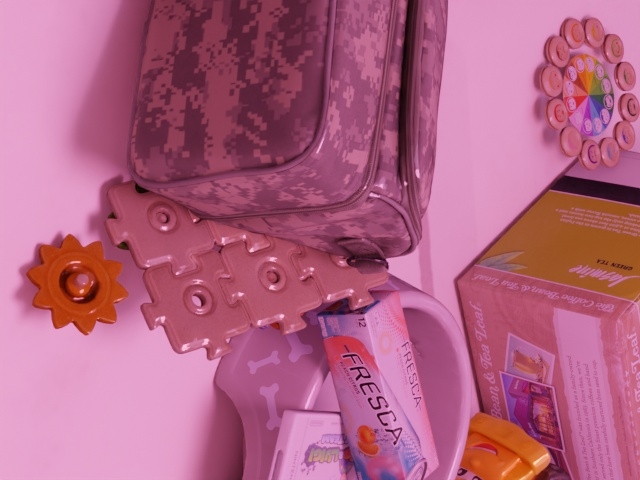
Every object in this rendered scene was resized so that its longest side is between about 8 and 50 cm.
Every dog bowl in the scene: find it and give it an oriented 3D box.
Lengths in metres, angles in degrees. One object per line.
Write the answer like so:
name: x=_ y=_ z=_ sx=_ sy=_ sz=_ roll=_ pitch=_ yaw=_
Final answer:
dog bowl: x=0.030 y=0.191 z=1.724 sx=0.349 sy=0.102 sz=0.349 roll=-20 pitch=116 yaw=-47

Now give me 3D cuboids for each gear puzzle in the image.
gear puzzle: x=-0.102 y=0.019 z=1.487 sx=0.339 sy=0.044 sz=0.175 roll=-18 pitch=78 yaw=-35

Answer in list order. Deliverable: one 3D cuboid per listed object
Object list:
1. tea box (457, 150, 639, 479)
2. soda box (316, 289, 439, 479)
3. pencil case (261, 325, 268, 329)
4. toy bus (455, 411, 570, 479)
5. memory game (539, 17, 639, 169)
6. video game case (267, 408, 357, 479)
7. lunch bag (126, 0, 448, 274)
tea box: x=0.357 y=0.115 z=2.023 sx=0.323 sy=0.220 sz=0.329 roll=-42 pitch=131 yaw=-36
soda box: x=0.055 y=0.140 z=1.587 sx=0.063 sy=0.058 sz=0.183 roll=-32 pitch=112 yaw=-50
pencil case: x=0.000 y=0.000 z=1.637 sx=0.206 sy=0.088 sz=0.086 roll=-38 pitch=129 yaw=-40
toy bus: x=0.176 y=0.340 z=1.945 sx=0.211 sy=0.149 sz=0.220 roll=-30 pitch=123 yaw=-25
memory game: x=0.321 y=-0.174 z=2.013 sx=0.186 sy=0.012 sz=0.186 roll=5 pitch=83 yaw=-43
video game case: x=0.003 y=0.231 z=1.602 sx=0.157 sy=0.019 sz=0.143 roll=10 pitch=93 yaw=-53
lunch bag: x=0.001 y=-0.148 z=1.454 sx=0.256 sy=0.212 sz=0.305 roll=30 pitch=60 yaw=-53
